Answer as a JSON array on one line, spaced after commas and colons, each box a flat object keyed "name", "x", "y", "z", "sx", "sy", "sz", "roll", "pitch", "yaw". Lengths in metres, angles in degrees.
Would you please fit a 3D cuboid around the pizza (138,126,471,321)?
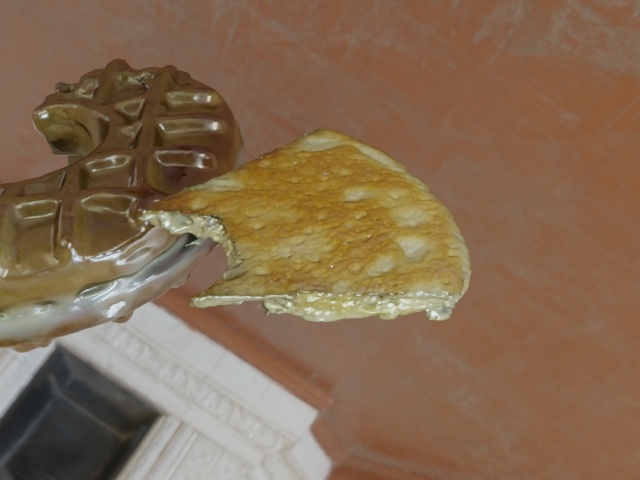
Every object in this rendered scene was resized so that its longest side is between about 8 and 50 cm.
[{"name": "pizza", "x": 0.000, "y": 0.000, "z": 0.658, "sx": 0.181, "sy": 0.262, "sz": 0.034, "roll": 41, "pitch": 127, "yaw": 22}]

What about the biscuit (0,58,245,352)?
[{"name": "biscuit", "x": -0.204, "y": -0.036, "z": 0.850, "sx": 0.268, "sy": 0.366, "sz": 0.115, "roll": 16, "pitch": 133, "yaw": 31}]
